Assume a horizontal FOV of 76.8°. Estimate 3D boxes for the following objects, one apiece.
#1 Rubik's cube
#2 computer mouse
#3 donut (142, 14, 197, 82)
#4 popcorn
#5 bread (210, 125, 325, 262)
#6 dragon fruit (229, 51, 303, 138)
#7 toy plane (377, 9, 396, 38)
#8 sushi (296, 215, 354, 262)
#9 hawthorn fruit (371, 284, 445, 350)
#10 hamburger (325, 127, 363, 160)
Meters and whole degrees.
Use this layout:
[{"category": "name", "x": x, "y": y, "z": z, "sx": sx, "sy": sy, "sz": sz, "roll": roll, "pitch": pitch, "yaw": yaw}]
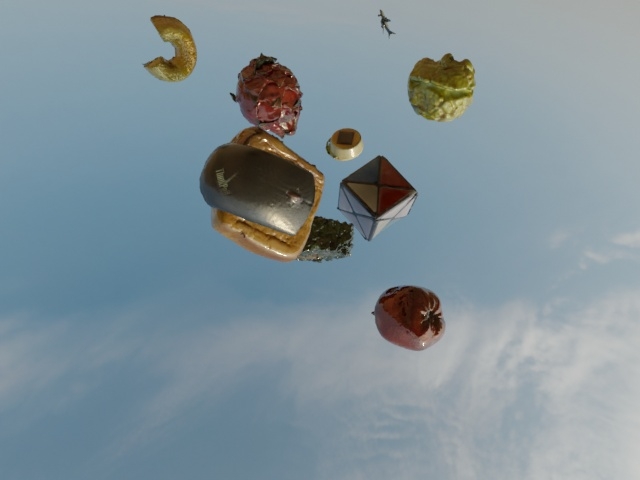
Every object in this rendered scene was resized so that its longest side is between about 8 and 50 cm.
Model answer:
[{"category": "Rubik's cube", "x": 0.300, "y": -0.220, "z": 2.188, "sx": 0.305, "sy": 0.310, "sz": 0.307, "roll": -36, "pitch": -108, "yaw": -16}, {"category": "computer mouse", "x": -0.137, "y": -0.123, "z": 0.941, "sx": 0.270, "sy": 0.170, "sz": 0.100, "roll": 19, "pitch": 180, "yaw": -24}, {"category": "donut", "x": -0.427, "y": -0.547, "z": 1.175, "sx": 0.146, "sy": 0.181, "sz": 0.078, "roll": 3, "pitch": -151, "yaw": -37}, {"category": "popcorn", "x": 0.478, "y": -0.614, "z": 1.623, "sx": 0.282, "sy": 0.282, "sz": 0.247, "roll": 31, "pitch": -114, "yaw": 21}, {"category": "bread", "x": -0.163, "y": -0.120, "z": 1.171, "sx": 0.337, "sy": 0.327, "sz": 0.148, "roll": 26, "pitch": 164, "yaw": -39}, {"category": "dragon fruit", "x": -0.184, "y": -0.515, "z": 1.472, "sx": 0.244, "sy": 0.245, "sz": 0.298, "roll": -34, "pitch": -78, "yaw": -40}, {"category": "toy plane", "x": 0.189, "y": -0.633, "z": 1.177, "sx": 0.024, "sy": 0.078, "sz": 0.084, "roll": -33, "pitch": -84, "yaw": -4}, {"category": "sushi", "x": 0.000, "y": 0.000, "z": 1.884, "sx": 0.295, "sy": 0.352, "sz": 0.177, "roll": 7, "pitch": -100, "yaw": -16}, {"category": "hawthorn fruit", "x": 0.348, "y": 0.310, "z": 1.646, "sx": 0.300, "sy": 0.275, "sz": 0.275, "roll": -1, "pitch": -147, "yaw": 31}, {"category": "hamburger", "x": 0.089, "y": -0.351, "z": 1.491, "sx": 0.141, "sy": 0.081, "sz": 0.126, "roll": -8, "pitch": -124, "yaw": 1}]
